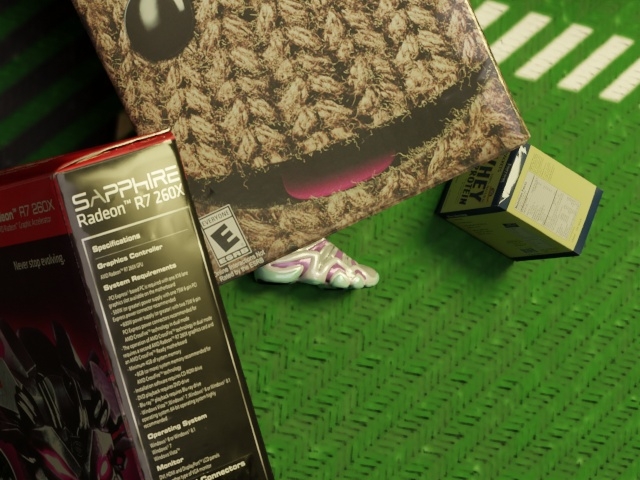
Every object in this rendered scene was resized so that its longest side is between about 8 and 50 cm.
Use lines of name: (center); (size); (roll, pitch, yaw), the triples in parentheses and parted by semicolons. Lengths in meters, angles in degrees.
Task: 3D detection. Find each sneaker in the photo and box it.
sneaker: (0.000, 0.000, 1.413); (0.098, 0.038, 0.069); (6, 84, -30)

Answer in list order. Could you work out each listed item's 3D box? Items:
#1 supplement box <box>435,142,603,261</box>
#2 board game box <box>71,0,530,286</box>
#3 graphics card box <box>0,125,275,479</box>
supplement box: (0.149, -0.029, 1.475); (0.083, 0.083, 0.056); (30, 72, -26)
board game box: (-0.031, -0.154, 1.297); (0.232, 0.141, 0.291); (-26, 100, 0)
graphics card box: (-0.129, 0.130, 1.218); (0.094, 0.233, 0.371); (-20, 97, -34)
